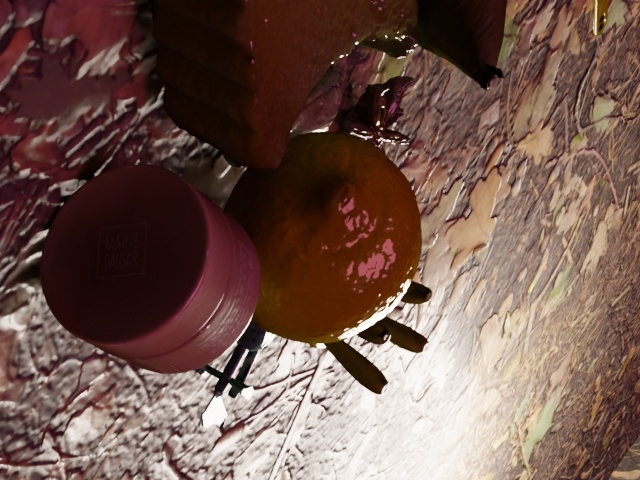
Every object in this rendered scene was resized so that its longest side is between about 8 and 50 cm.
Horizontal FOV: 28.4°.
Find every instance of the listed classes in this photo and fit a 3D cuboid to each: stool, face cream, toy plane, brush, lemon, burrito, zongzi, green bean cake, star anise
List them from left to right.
[{"bbox_3d":[-0.134,0.025,1.012,0.149,0.149,0.104,-59,153,-6],"label":"face cream"},{"bbox_3d":[-0.067,0.084,1.287,0.235,0.060,0.096,-62,166,-10],"label":"toy plane"},{"bbox_3d":[-0.032,-0.113,1.179,0.149,0.041,0.055,-34,140,-36],"label":"burrito"},{"bbox_3d":[-0.027,-0.204,1.020,0.236,0.124,0.233,-43,145,-34],"label":"green bean cake"},{"bbox_3d":[0.000,0.000,1.132,0.187,0.187,0.244,-49,176,-24],"label":"lemon"},{"bbox_3d":[0.048,-0.112,1.317,0.141,0.042,0.141,-44,150,-33],"label":"star anise"},{"bbox_3d":[0.055,0.093,1.437,0.135,0.110,0.134,21,97,-61],"label":"stool"},{"bbox_3d":[0.127,-0.272,1.122,0.115,0.256,0.228,6,113,-15],"label":"zongzi"},{"bbox_3d":[0.376,-0.355,1.695,0.082,0.010,0.218,-52,152,-21],"label":"brush"}]
